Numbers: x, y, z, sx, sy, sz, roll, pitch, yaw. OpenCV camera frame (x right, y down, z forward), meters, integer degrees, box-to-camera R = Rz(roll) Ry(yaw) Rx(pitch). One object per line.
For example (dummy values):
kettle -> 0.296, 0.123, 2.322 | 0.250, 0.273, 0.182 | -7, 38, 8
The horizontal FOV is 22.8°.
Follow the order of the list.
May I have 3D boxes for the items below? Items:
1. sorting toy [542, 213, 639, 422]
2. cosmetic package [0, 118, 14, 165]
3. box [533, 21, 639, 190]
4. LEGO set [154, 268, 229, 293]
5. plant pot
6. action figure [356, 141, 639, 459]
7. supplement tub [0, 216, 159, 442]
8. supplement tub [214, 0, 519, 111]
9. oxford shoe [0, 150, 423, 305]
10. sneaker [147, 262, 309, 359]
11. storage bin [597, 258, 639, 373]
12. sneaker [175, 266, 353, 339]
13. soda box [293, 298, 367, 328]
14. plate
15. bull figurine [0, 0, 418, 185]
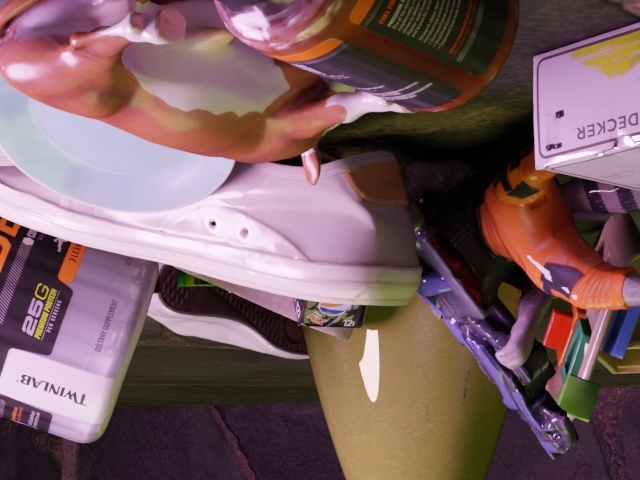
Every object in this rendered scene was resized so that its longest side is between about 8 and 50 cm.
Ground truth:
sorting toy -> 0.262, 0.070, 1.599 | 0.047, 0.196, 0.347 | 21, -166, 0
cosmetic package -> -0.251, -0.092, 1.247 | 0.060, 0.041, 0.115 | -2, 169, 10
box -> 0.312, -0.085, 1.152 | 0.290, 0.087, 0.169 | 8, 166, -37
LEGO set -> -0.146, 0.016, 1.699 | 0.227, 0.087, 0.093 | 2, 174, -43
plant pot -> 0.100, 0.127, 1.700 | 0.275, 0.293, 0.275 | 0, 169, 0
action figure -> 0.197, 0.022, 1.393 | 0.330, 0.178, 0.341 | -3, 126, 54
supplement tub -> -0.325, 0.054, 1.485 | 0.316, 0.193, 0.193 | 19, 166, -7
supplement tub -> 0.015, -0.138, 0.844 | 0.106, 0.106, 0.198 | -8, 166, 37
oxford shoe -> -0.109, -0.044, 1.309 | 0.449, 0.130, 0.169 | 11, -172, 33
sneaker -> -0.113, 0.079, 1.991 | 0.290, 0.105, 0.123 | 21, 163, -33
storage bin -> 0.468, 0.086, 1.927 | 0.260, 0.123, 0.262 | -3, 168, 17
sneaker -> -0.078, -0.014, 1.529 | 0.302, 0.121, 0.108 | 25, -178, -22
soda box -> 0.000, 0.000, 1.394 | 0.060, 0.169, 0.053 | 3, 131, -14
plate -> -0.152, -0.088, 1.164 | 0.188, 0.024, 0.188 | 6, 140, 5
bull figurine -> -0.055, -0.109, 1.013 | 0.310, 0.101, 0.188 | 6, 164, -39
